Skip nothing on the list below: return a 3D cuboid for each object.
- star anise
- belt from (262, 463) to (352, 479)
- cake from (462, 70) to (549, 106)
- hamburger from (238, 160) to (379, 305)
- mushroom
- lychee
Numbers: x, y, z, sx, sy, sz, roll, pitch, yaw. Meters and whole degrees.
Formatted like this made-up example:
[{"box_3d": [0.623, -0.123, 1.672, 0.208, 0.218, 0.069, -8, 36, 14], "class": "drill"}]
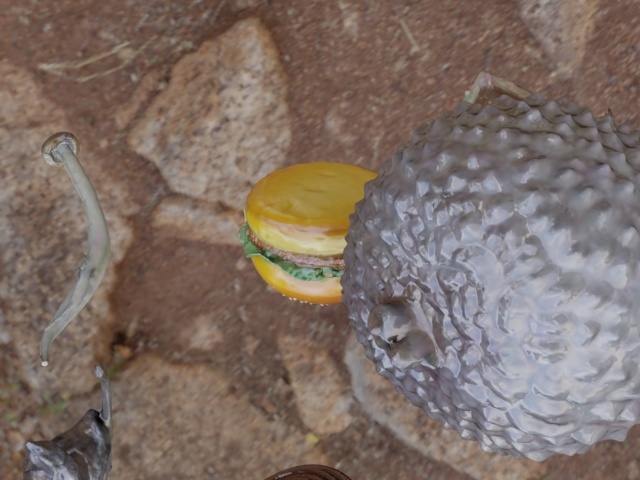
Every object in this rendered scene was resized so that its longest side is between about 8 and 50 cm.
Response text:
[{"box_3d": [-0.388, 0.384, 1.679, 0.139, 0.316, 0.360, 23, 139, 10], "class": "star anise"}, {"box_3d": [-0.023, 0.328, 1.179, 0.184, 0.261, 0.105, -25, 107, 0], "class": "belt"}, {"box_3d": [0.324, -0.085, 1.807, 0.282, 0.290, 0.256, 22, 120, -13], "class": "cake"}, {"box_3d": [0.001, -0.001, 1.681, 0.246, 0.246, 0.170, 11, 122, 25], "class": "hamburger"}, {"box_3d": [-0.254, -0.001, 1.178, 0.068, 0.306, 0.043, -23, 139, 12], "class": "mushroom"}, {"box_3d": [0.219, 0.039, 1.202, 0.380, 0.432, 0.381, 27, 126, 45], "class": "lychee"}]
